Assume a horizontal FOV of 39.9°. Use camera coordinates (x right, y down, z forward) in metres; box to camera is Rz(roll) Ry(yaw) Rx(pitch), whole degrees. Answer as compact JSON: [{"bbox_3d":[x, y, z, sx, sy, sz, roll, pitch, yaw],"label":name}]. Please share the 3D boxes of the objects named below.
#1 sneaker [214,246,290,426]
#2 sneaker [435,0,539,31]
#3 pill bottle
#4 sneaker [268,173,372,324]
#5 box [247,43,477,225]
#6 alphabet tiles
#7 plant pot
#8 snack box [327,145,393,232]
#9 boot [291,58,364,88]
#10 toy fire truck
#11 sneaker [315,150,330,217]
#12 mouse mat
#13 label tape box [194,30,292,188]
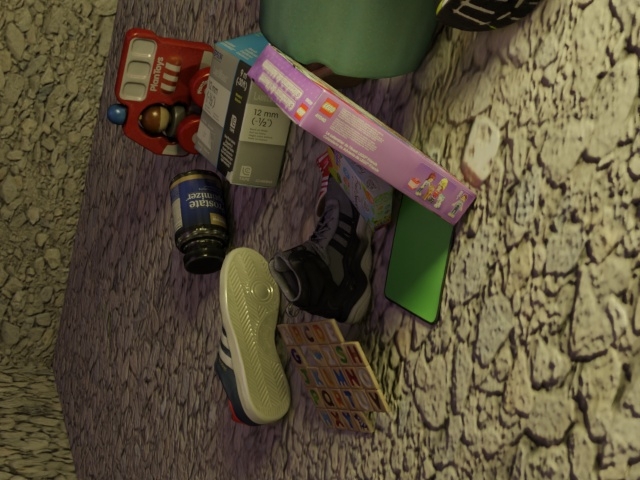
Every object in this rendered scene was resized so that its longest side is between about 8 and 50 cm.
[{"bbox_3d":[-0.156,0.192,1.727,0.148,0.131,0.350,-33,58,52],"label":"sneaker"},{"bbox_3d":[0.244,-0.376,1.079,0.300,0.111,0.121,-44,42,43],"label":"sneaker"},{"bbox_3d":[-0.272,-0.040,1.994,0.123,0.123,0.219,-47,47,51],"label":"pill bottle"},{"bbox_3d":[0.000,0.000,1.427,0.101,0.153,0.268,-16,72,61],"label":"sneaker"},{"bbox_3d":[0.056,-0.142,1.191,0.057,0.293,0.201,-54,35,10],"label":"box"},{"bbox_3d":[0.023,0.219,1.412,0.237,0.009,0.198,-15,101,61],"label":"alphabet tiles"},{"bbox_3d":[0.062,-0.426,1.209,0.341,0.341,0.334,-118,34,-46],"label":"plant pot"},{"bbox_3d":[0.060,-0.095,1.369,0.141,0.037,0.100,55,167,26],"label":"snack box"},{"bbox_3d":[0.010,-0.365,1.525,0.248,0.090,0.206,179,92,-66],"label":"boot"},{"bbox_3d":[-0.363,-0.340,2.067,0.169,0.254,0.302,62,139,46],"label":"toy fire truck"},{"bbox_3d":[0.013,-0.102,1.537,0.067,0.042,0.118,47,120,50],"label":"sneaker"},{"bbox_3d":[0.147,0.015,1.302,0.153,0.007,0.189,29,111,60],"label":"mouse mat"},{"bbox_3d":[-0.144,-0.310,1.794,0.249,0.115,0.347,43,126,56],"label":"label tape box"}]
